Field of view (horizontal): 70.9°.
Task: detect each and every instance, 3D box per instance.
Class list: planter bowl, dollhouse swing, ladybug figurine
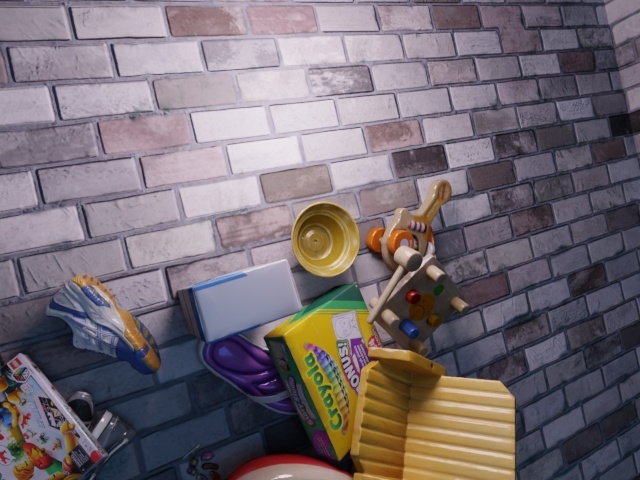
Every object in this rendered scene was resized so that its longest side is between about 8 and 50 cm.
[{"bbox_3d":[0.000,0.000,1.323,0.217,0.090,0.218,2,84,-25],"label":"planter bowl"},{"bbox_3d":[0.304,0.485,1.174,0.315,0.304,0.347,33,59,-39],"label":"dollhouse swing"},{"bbox_3d":[-0.070,0.676,1.165,0.448,0.162,0.305,24,108,-23],"label":"ladybug figurine"}]

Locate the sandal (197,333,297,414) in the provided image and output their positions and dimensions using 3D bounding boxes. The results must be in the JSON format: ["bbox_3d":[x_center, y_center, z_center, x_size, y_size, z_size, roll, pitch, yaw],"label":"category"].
[{"bbox_3d":[-0.139,0.371,1.222,0.416,0.102,0.170,27,75,-20],"label":"sandal"}]

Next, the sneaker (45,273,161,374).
[{"bbox_3d":[-0.516,0.224,1.081,0.131,0.112,0.297,-39,100,-4],"label":"sneaker"}]

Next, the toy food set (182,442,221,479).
[{"bbox_3d":[-0.302,0.597,1.175,0.078,0.019,0.122,-37,101,-22],"label":"toy food set"}]

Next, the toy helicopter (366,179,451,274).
[{"bbox_3d":[0.329,-0.041,1.448,0.235,0.140,0.355,43,73,-26],"label":"toy helicopter"}]

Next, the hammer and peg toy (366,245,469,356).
[{"bbox_3d":[0.262,0.170,1.326,0.266,0.127,0.361,-45,126,0],"label":"hammer and peg toy"}]

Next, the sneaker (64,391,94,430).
[{"bbox_3d":[-0.584,0.456,1.028,0.084,0.083,0.215,23,75,-19],"label":"sneaker"}]

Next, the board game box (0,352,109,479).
[{"bbox_3d":[-0.633,0.421,0.962,0.305,0.053,0.193,43,68,11],"label":"board game box"}]

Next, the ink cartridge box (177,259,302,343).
[{"bbox_3d":[-0.211,0.143,1.099,0.223,0.307,0.129,-17,90,-24],"label":"ink cartridge box"}]

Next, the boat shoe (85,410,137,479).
[{"bbox_3d":[-0.540,0.559,1.021,0.099,0.116,0.320,33,68,-16],"label":"boat shoe"}]

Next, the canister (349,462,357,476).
[{"bbox_3d":[0.151,0.685,1.343,0.126,0.073,0.170,26,77,-20],"label":"canister"}]

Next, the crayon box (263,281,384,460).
[{"bbox_3d":[0.047,0.349,1.253,0.313,0.106,0.363,-30,99,-44],"label":"crayon box"}]
